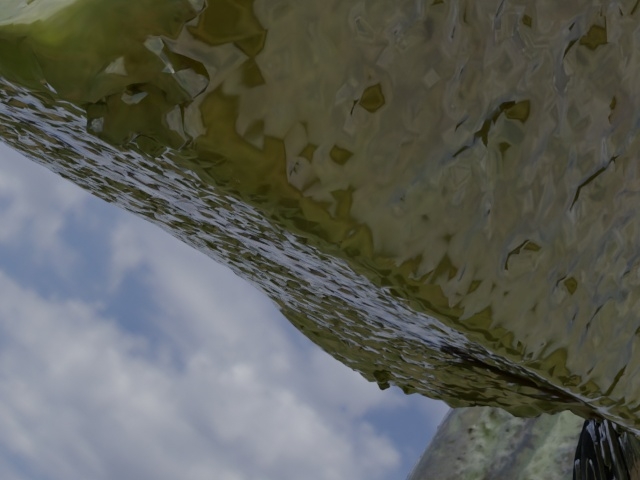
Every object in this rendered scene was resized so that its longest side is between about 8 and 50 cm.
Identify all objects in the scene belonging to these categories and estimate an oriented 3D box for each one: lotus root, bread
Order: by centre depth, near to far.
[{"bbox_3d":[0.000,0.000,0.594,0.233,0.245,0.362,20,-39,40],"label":"bread"},{"bbox_3d":[0.132,0.170,1.202,0.173,0.309,0.173,30,-26,17],"label":"lotus root"}]

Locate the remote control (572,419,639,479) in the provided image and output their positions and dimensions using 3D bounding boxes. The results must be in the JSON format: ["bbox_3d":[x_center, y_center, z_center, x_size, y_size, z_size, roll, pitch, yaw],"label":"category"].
[{"bbox_3d":[0.162,0.090,0.875,0.266,0.066,0.090,86,-11,-63],"label":"remote control"}]
